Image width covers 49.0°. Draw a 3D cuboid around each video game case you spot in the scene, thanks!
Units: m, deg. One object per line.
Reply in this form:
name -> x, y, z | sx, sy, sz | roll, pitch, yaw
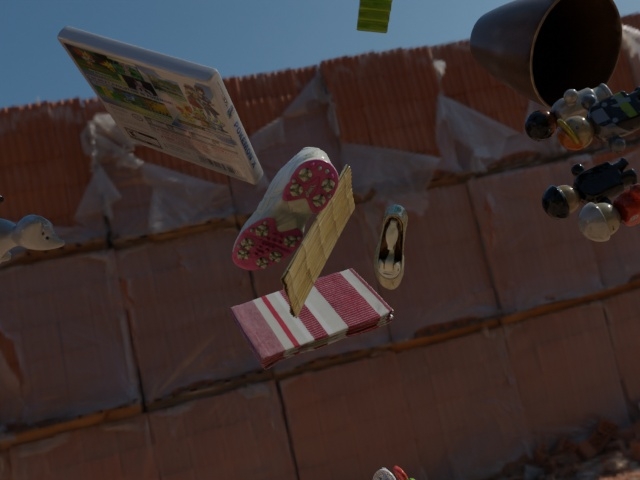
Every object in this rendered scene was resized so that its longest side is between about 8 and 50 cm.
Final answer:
video game case -> -0.283, -0.241, 1.288 | 0.329, 0.036, 0.300 | 21, -22, 22

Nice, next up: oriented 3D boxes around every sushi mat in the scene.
sushi mat -> 0.000, 0.000, 1.451 | 0.019, 0.316, 0.151 | 18, -33, 18

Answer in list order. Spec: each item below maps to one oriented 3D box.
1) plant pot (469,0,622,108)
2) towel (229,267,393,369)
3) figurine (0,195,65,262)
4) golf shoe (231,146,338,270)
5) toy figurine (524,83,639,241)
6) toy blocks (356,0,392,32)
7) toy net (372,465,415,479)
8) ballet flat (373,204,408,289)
plant pot -> 0.396, -0.367, 1.314 | 0.216, 0.215, 0.230 | -7, 23, -26
towel -> -0.024, 0.172, 1.638 | 0.329, 0.037, 0.237 | -17, 31, -17
figurine -> -0.545, -0.034, 1.124 | 0.210, 0.092, 0.215 | -9, -35, 28
golf shoe -> -0.076, -0.066, 1.454 | 0.115, 0.140, 0.306 | 33, -66, -25
toy figurine -> 0.404, -0.119, 1.043 | 0.148, 0.209, 0.213 | -24, 18, 4
toy blocks -> 0.076, -0.512, 0.954 | 0.191, 0.381, 0.261 | 6, 0, -2
toy net -> 0.142, 0.476, 1.326 | 0.045, 0.122, 0.232 | -33, 10, -17
ballet flat -> 0.123, 0.019, 1.253 | 0.057, 0.168, 0.052 | 5, 23, 10
